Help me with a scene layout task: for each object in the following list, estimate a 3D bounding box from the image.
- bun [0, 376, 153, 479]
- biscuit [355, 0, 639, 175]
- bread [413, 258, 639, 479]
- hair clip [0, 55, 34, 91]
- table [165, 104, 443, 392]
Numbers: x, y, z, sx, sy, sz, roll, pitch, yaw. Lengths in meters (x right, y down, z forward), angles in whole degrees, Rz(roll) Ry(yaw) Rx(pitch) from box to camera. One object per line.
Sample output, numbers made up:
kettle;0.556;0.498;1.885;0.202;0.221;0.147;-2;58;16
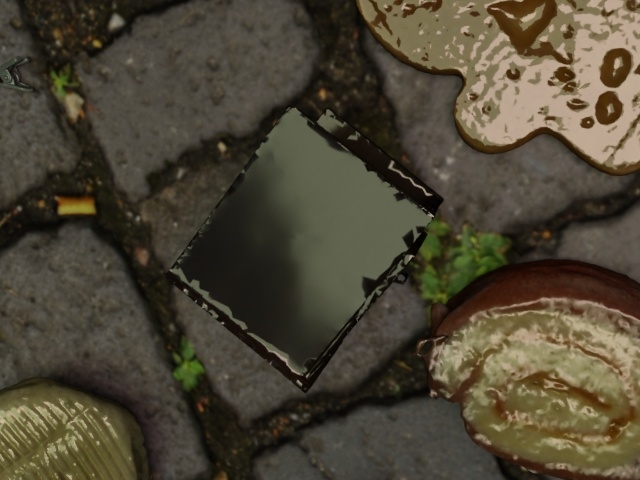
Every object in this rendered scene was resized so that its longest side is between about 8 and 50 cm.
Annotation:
bun;-0.293;0.254;0.893;0.221;0.134;0.220;-3;99;-16
biscuit;0.190;-0.218;0.759;0.355;0.052;0.275;31;103;7
bread;0.213;0.113;0.769;0.244;0.123;0.190;13;99;10
hair clip;-0.366;-0.165;0.897;0.115;0.030;0.039;-16;96;14
table;0.000;0.000;0.773;0.172;0.169;0.193;39;103;4
